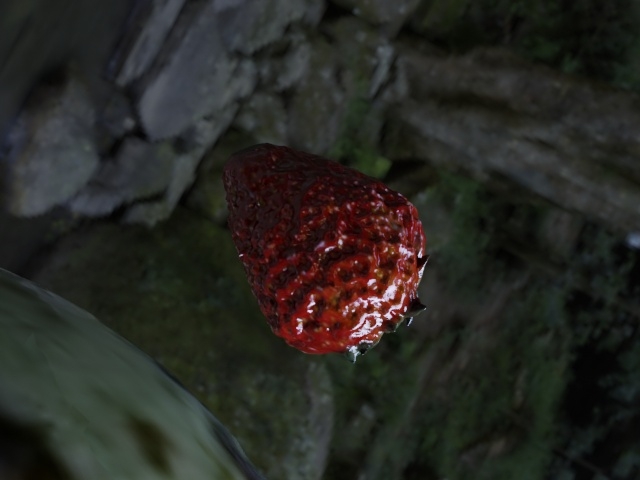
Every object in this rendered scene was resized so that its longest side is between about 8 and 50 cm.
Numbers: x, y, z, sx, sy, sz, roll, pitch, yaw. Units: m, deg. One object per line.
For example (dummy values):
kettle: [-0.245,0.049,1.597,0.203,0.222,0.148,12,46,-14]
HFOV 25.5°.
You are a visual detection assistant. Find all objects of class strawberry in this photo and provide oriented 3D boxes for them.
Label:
strawberry: [0.007,-0.001,0.934,0.131,0.148,0.131,-19,-169,4]

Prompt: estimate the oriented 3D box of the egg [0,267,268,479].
egg: [-0.190,0.182,0.401,0.428,0.345,0.345,-36,-171,20]
